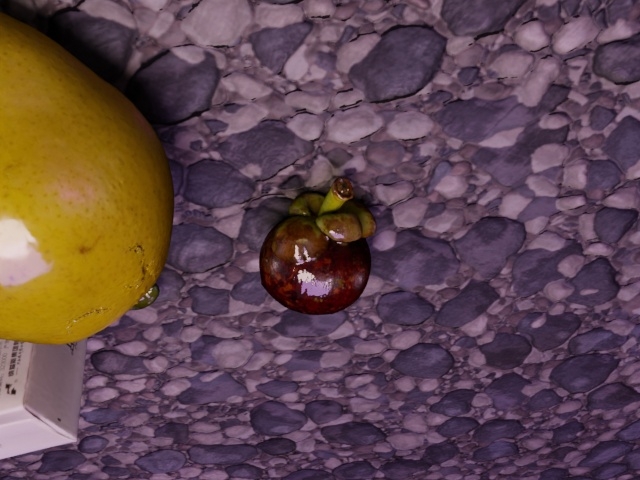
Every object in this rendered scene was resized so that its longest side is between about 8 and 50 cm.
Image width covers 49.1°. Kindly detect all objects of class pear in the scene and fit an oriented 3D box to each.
[{"bbox_3d":[-0.296,-0.061,0.700,0.284,0.337,0.285,-10,-175,1],"label":"pear"}]

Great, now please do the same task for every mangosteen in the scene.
[{"bbox_3d":[-0.010,0.003,0.904,0.145,0.156,0.181,3,115,26],"label":"mangosteen"}]

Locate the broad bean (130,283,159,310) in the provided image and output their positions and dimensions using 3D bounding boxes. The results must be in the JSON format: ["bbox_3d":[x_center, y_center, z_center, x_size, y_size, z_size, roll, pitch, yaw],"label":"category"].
[{"bbox_3d":[-0.336,0.111,1.029,0.256,0.053,0.052,-27,174,22],"label":"broad bean"}]

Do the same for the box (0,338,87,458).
[{"bbox_3d":[-0.401,0.122,0.857,0.203,0.274,0.116,-15,142,8],"label":"box"}]
